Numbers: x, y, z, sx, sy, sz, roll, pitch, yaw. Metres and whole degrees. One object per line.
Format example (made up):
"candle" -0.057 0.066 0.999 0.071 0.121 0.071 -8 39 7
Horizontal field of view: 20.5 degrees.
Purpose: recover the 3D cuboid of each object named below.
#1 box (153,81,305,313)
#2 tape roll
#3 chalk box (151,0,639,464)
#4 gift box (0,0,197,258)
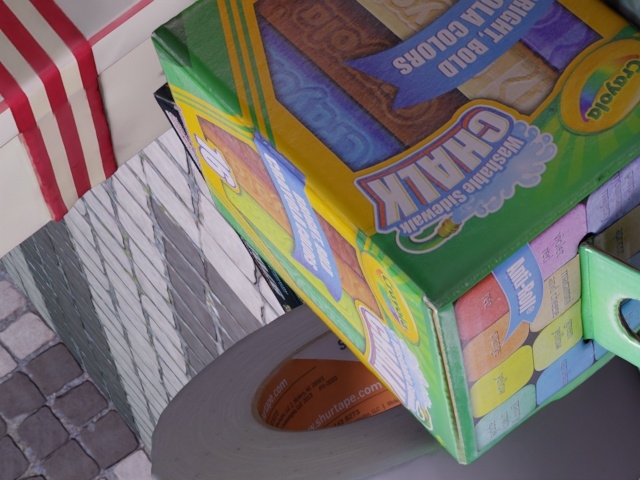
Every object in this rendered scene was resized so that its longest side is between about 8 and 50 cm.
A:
"box" 0.000 0.000 1.073 0.175 0.051 0.220 30 154 59
"tape roll" 0.035 0.083 0.795 0.219 0.219 0.072 22 137 65
"chalk box" 0.059 -0.016 0.662 0.213 0.132 0.132 46 164 31
"gift box" -0.243 -0.151 1.076 0.276 0.255 0.258 44 167 10
